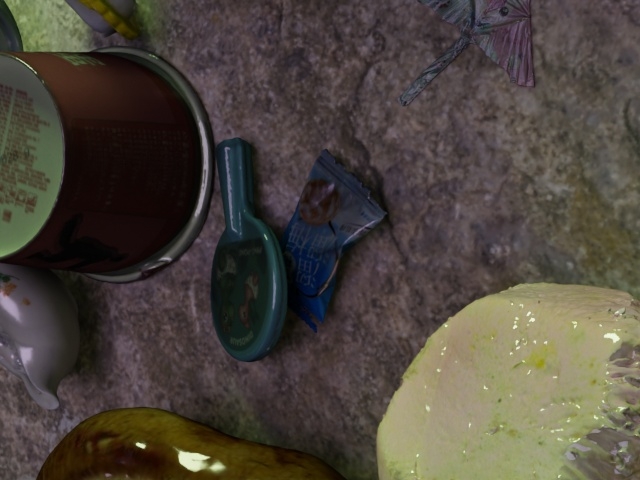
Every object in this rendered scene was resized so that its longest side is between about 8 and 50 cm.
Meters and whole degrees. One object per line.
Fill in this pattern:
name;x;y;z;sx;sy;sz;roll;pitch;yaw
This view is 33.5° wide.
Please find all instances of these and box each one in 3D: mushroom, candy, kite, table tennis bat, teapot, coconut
mushroom;-0.116;0.286;0.854;0.346;0.260;0.345;2;95;26
candy;0.000;0.001;0.913;0.088;0.038;0.136;43;113;33
kite;0.120;-0.162;0.860;0.137;0.005;0.152;44;112;22
table tennis bat;-0.068;0.007;0.940;0.124;0.033;0.201;-21;73;55
teapot;-0.301;0.070;1.041;0.226;0.092;0.145;33;143;26
coconut;0.186;0.157;0.701;0.233;0.245;0.233;-32;38;30

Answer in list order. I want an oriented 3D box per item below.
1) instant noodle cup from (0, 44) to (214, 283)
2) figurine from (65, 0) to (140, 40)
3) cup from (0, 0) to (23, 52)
instant noodle cup;-0.239;-0.073;0.966;0.235;0.178;0.234;0;91;28
figurine;-0.229;-0.253;0.981;0.109;0.178;0.129;-39;39;-1
cup;-0.467;-0.194;1.079;0.312;0.205;0.205;14;98;28
